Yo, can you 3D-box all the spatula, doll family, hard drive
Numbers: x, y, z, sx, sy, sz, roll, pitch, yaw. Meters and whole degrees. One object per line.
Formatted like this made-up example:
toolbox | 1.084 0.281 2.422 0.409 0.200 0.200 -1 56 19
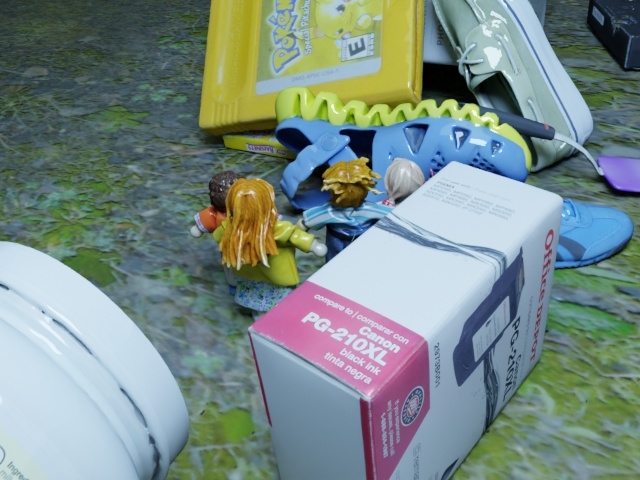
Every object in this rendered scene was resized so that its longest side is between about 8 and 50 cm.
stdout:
spatula | 0.285 -0.110 0.743 0.296 0.030 0.084 19 35 -8
doll family | 0.000 0.000 0.592 0.262 0.163 0.118 -4 36 4
hard drive | 0.650 -0.363 1.066 0.338 0.064 0.237 -3 36 6

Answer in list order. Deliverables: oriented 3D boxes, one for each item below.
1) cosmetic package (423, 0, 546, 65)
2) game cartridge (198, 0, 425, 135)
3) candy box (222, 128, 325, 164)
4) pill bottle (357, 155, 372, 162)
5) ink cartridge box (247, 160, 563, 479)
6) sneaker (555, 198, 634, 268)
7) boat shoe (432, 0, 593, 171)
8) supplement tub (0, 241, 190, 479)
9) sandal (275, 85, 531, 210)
cosmetic package | 0.152 -0.470 1.022 0.393 0.328 0.329 12 25 24
game cartridge | -0.017 -0.298 0.871 0.323 0.052 0.286 -2 78 26
candy box | -0.029 -0.154 0.925 0.205 0.027 0.105 14 45 27
pill bottle | 0.110 -0.130 0.835 0.120 0.067 0.067 9 39 22
ink cartridge box | 0.075 0.075 0.468 0.100 0.172 0.237 23 45 35
sneaker | 0.220 -0.020 0.655 0.209 0.082 0.069 -5 34 1
boat shoe | 0.223 -0.225 0.799 0.094 0.109 0.302 -35 87 -22
supplement tub | -0.248 0.171 0.340 0.235 0.236 0.325 14 40 26
sandal | 0.077 -0.086 0.735 0.317 0.126 0.138 9 74 28
